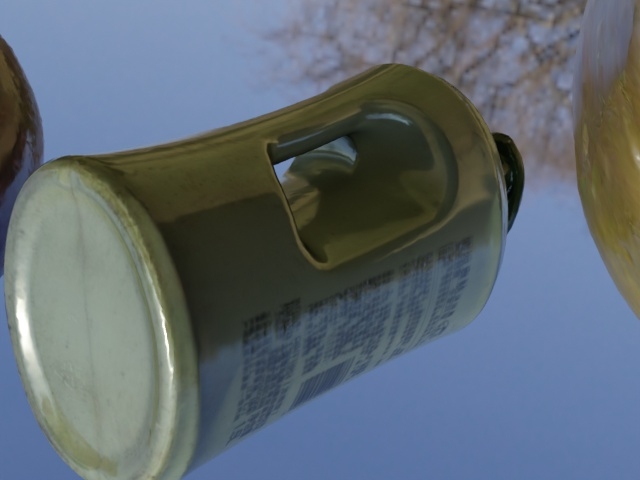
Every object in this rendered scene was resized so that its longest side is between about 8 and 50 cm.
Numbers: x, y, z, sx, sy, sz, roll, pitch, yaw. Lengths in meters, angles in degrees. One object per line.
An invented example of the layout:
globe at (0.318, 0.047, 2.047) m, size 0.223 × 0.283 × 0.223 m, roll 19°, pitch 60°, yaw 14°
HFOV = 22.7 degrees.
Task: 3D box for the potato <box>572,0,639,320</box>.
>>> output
potato at (0.129, -0.064, 0.502) m, size 0.098 × 0.243 × 0.138 m, roll -7°, pitch -159°, yaw -4°

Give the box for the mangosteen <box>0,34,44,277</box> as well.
mangosteen at (-0.257, -0.032, 0.903) m, size 0.215 × 0.257 × 0.215 m, roll 0°, pitch -112°, yaw 1°

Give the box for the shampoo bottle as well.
shampoo bottle at (0.000, 0.000, 0.594) m, size 0.087 × 0.118 × 0.234 m, roll 13°, pitch -156°, yaw 40°
